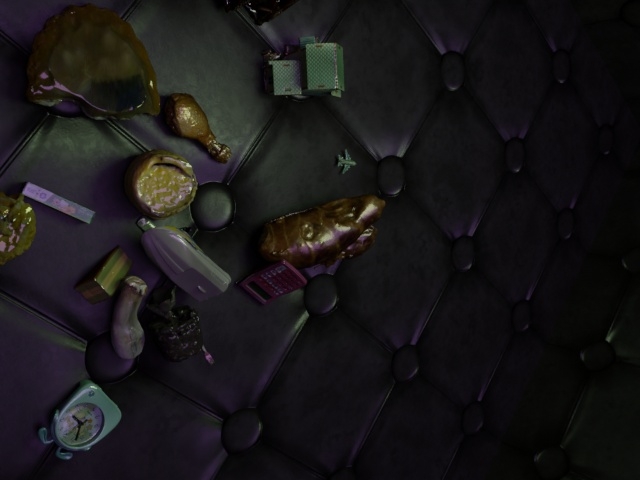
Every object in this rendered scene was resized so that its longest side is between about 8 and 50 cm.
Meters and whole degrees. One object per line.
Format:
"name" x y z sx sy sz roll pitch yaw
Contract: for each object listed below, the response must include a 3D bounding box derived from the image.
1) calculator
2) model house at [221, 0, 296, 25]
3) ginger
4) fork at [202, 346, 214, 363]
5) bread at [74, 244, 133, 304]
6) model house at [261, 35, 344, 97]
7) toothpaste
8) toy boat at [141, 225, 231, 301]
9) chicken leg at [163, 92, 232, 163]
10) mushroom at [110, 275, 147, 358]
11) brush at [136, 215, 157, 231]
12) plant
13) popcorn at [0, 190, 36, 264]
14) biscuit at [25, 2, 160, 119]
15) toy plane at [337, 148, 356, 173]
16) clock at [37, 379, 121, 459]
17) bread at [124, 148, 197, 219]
"calculator" -0.145 0.125 1.885 0.126 0.190 0.034 46 30 -32
"model house" -0.141 -0.717 1.744 0.317 0.297 0.283 -48 164 -28
"ginger" 0.000 0.000 1.960 0.418 0.176 0.254 -20 147 -20
"fork" -0.345 0.316 1.849 0.016 0.012 0.115 -38 111 -31
"bread" -0.567 0.089 1.657 0.074 0.084 0.139 52 35 -28
"model house" -0.017 -0.517 1.874 0.270 0.206 0.178 -4 98 -36
"toothpaste" -0.650 -0.092 1.556 0.178 0.043 0.037 29 81 -35
"toy boat" -0.362 0.045 1.696 0.141 0.140 0.269 -46 118 -23
"chicken leg" -0.335 -0.305 1.743 0.107 0.087 0.251 -51 128 -8
"mushroom" -0.505 0.199 1.654 0.092 0.081 0.224 -1 109 -23
"brush" -0.433 0.000 1.737 0.033 0.030 0.178 -49 121 -10
"plant" -0.403 0.226 1.724 0.131 0.142 0.203 -27 120 -21
"popcorn" -0.748 -0.031 1.443 0.173 0.142 0.174 -24 134 -28
"biscuit" -0.567 -0.411 1.563 0.335 0.078 0.329 -42 113 -28
"toy plane" 0.085 -0.260 2.088 0.083 0.033 0.080 5 92 -44
"clock" -0.627 0.467 1.625 0.188 0.060 0.148 -42 118 -25
"bread" -0.411 -0.146 1.650 0.197 0.170 0.197 -4 101 -23
